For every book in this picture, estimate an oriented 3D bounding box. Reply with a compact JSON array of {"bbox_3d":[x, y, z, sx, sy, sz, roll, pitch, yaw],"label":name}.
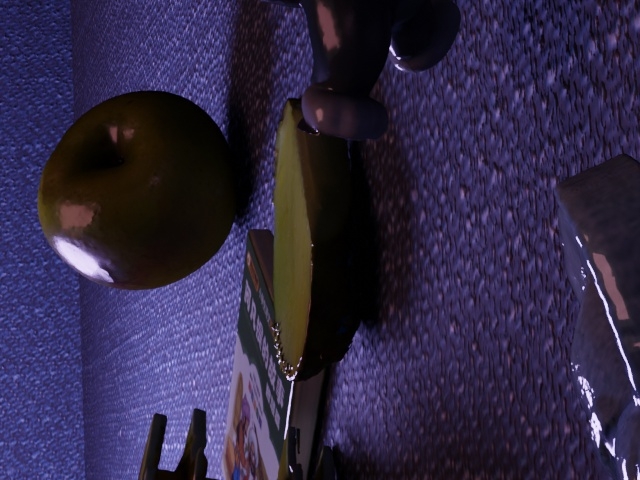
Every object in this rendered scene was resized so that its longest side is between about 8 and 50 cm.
[{"bbox_3d":[-0.044,0.153,1.245,0.202,0.027,0.264,-113,27,-56],"label":"book"}]

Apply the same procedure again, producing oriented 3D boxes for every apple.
[{"bbox_3d":[-0.168,-0.045,1.402,0.157,0.196,0.196,59,-164,-53],"label":"apple"}]

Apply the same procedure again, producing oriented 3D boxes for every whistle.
[{"bbox_3d":[0.130,0.071,0.483,0.269,0.093,0.180,-111,0,-55],"label":"whistle"}]

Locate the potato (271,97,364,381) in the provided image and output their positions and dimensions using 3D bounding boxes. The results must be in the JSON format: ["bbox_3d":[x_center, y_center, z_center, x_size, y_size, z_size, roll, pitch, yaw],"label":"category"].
[{"bbox_3d":[0.000,0.000,1.030,0.119,0.054,0.197,119,149,-63],"label":"potato"}]

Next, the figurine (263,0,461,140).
[{"bbox_3d":[0.027,-0.182,0.700,0.193,0.140,0.265,-63,-3,-86],"label":"figurine"}]

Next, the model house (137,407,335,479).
[{"bbox_3d":[-0.059,0.300,1.069,0.357,0.243,0.312,110,171,-56],"label":"model house"}]

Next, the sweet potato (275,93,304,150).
[{"bbox_3d":[-0.016,-0.068,1.111,0.153,0.038,0.041,102,169,-46],"label":"sweet potato"}]
